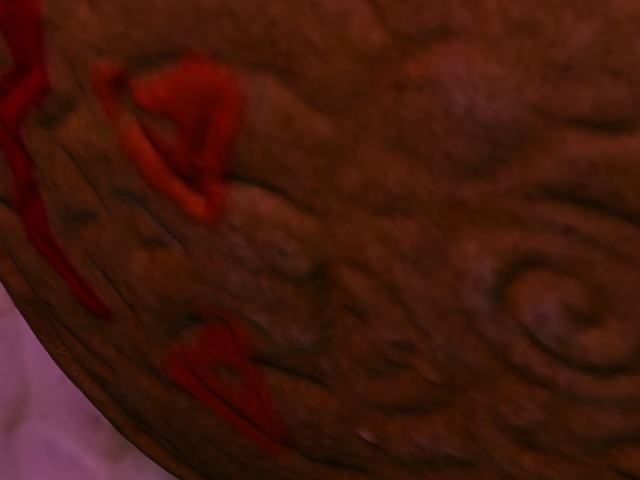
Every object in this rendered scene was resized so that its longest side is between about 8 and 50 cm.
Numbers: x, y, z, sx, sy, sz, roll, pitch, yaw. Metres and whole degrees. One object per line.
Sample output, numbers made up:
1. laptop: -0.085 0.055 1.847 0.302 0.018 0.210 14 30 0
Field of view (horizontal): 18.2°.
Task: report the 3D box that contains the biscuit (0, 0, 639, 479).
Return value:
1. biscuit: -0.001 0.001 0.512 0.257 0.273 0.049 21 54 27
